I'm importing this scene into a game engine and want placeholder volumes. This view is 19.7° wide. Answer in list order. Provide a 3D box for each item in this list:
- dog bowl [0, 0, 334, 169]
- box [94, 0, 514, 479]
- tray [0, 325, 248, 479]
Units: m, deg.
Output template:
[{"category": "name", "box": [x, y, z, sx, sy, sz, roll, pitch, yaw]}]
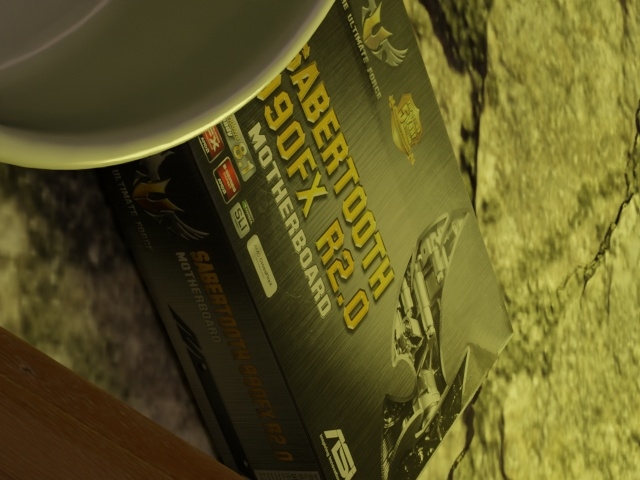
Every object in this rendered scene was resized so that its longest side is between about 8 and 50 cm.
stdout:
[{"category": "dog bowl", "box": [-0.099, -0.160, 0.591, 0.265, 0.104, 0.265, -14, 111, -42]}, {"category": "box", "box": [0.000, 0.000, 0.829, 0.183, 0.056, 0.231, -48, 126, -46]}, {"category": "tray", "box": [-0.068, 0.166, 0.558, 0.411, 0.076, 0.203, 34, 56, -21]}]
